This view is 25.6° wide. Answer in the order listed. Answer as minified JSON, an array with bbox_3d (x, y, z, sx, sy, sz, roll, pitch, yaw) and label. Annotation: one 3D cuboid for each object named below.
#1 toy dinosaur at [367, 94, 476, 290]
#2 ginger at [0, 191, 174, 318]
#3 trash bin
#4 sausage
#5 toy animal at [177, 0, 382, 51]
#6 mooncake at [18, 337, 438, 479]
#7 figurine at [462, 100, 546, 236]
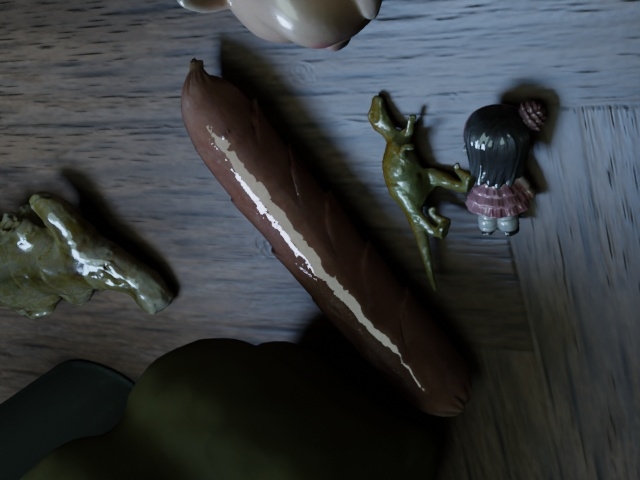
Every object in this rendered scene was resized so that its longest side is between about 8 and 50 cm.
[{"bbox_3d":[0.079,-0.045,1.327,0.126,0.039,0.162,38,136,26],"label":"toy dinosaur"},{"bbox_3d":[-0.330,0.020,1.638,0.333,0.080,0.166,1,128,40],"label":"ginger"},{"bbox_3d":[-0.375,0.349,1.628,0.280,0.432,0.280,18,125,27],"label":"trash bin"},{"bbox_3d":[-0.002,0.001,1.380,0.433,0.088,0.088,52,134,1],"label":"sausage"},{"bbox_3d":[0.019,-0.250,1.163,0.248,0.165,0.149,-29,92,37],"label":"toy animal"},{"bbox_3d":[-0.104,0.308,1.402,0.262,0.467,0.467,38,133,25],"label":"mooncake"},{"bbox_3d":[0.162,-0.062,1.240,0.072,0.054,0.129,3,121,13],"label":"figurine"}]
